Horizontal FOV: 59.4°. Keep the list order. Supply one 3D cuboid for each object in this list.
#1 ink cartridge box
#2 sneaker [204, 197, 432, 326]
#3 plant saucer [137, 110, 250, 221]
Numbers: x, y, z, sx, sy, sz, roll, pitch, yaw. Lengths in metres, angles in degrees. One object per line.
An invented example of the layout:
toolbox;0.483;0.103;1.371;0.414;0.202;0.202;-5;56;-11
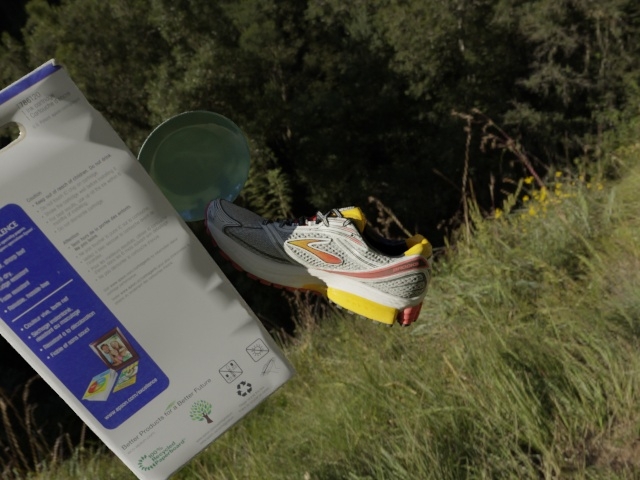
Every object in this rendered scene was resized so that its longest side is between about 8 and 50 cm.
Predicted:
ink cartridge box;-0.178;0.038;0.473;0.165;0.332;0.065;-37;20;-11
sneaker;0.000;0.000;0.538;0.225;0.092;0.088;18;19;-1
plant saucer;-0.211;-0.125;0.926;0.195;0.194;0.037;-29;42;-18
